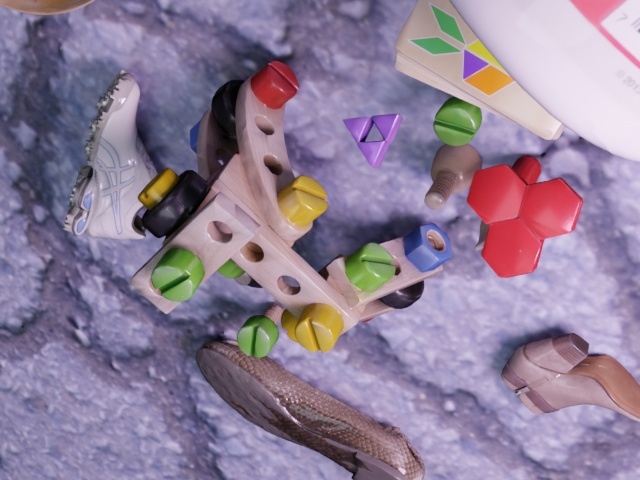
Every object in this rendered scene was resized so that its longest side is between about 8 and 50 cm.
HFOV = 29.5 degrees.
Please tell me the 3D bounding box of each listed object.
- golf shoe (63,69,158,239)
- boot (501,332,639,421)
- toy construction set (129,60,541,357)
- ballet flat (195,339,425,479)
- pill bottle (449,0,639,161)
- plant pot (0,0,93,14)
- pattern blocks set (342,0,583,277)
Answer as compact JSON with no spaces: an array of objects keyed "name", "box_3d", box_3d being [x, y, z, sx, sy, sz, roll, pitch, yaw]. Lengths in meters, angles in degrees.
[{"name":"golf shoe","box_3d":[-0.176,-0.074,1.114,0.086,0.069,0.176,15,128,-9]},{"name":"boot","box_3d":[0.220,0.131,1.065,0.118,0.042,0.087,45,131,-4]},{"name":"toy construction set","box_3d":[0.000,0.000,0.962,0.309,0.237,0.257,-11,112,27]},{"name":"ballet flat","box_3d":[-0.008,0.164,1.174,0.250,0.058,0.084,29,146,13]},{"name":"pill bottle","box_3d":[0.258,-0.244,0.621,0.229,0.229,0.408,45,119,-5]},{"name":"plant pot","box_3d":[-0.249,-0.309,1.022,0.236,0.032,0.236,10,122,18]},{"name":"pattern blocks set","box_3d":[0.144,-0.169,0.841,0.285,0.026,0.325,43,107,15]}]
